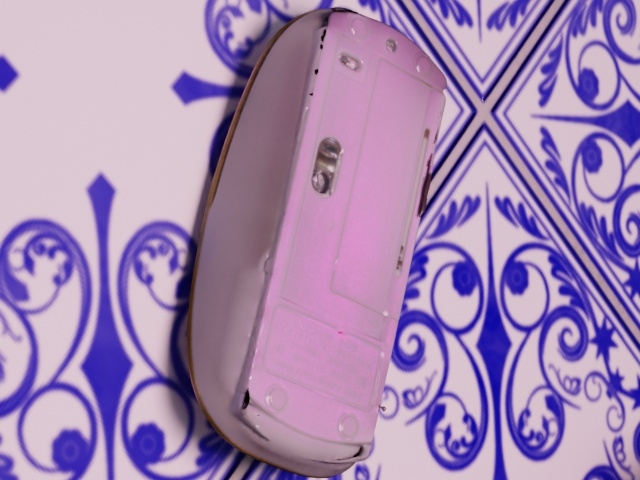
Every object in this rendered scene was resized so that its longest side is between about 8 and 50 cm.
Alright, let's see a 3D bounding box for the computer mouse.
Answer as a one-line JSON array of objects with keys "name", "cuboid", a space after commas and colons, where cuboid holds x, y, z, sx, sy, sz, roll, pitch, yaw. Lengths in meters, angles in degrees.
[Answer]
[{"name": "computer mouse", "cuboid": [0.000, 0.000, 1.168, 0.158, 0.072, 0.310, 25, 70, -36]}]
